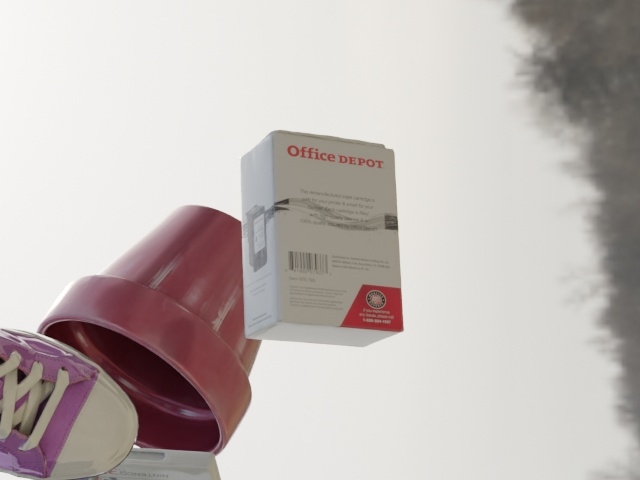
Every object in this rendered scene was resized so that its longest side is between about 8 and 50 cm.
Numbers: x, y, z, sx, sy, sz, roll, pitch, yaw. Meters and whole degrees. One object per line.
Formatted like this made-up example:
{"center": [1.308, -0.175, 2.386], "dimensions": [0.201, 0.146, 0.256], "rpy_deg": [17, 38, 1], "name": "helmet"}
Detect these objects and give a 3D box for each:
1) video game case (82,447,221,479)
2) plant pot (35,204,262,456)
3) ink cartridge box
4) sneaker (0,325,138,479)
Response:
{"center": [-0.142, 0.214, 1.167], "dimensions": [0.157, 0.143, 0.019], "rpy_deg": [82, -166, -46], "name": "video game case"}
{"center": [-0.131, 0.073, 1.368], "dimensions": [0.180, 0.201, 0.201], "rpy_deg": [-57, -33, -34], "name": "plant pot"}
{"center": [0.000, 0.000, 1.141], "dimensions": [0.063, 0.109, 0.150], "rpy_deg": [-30, 58, 57], "name": "ink cartridge box"}
{"center": [-0.238, 0.091, 0.958], "dimensions": [0.102, 0.282, 0.161], "rpy_deg": [-68, 19, -9], "name": "sneaker"}
